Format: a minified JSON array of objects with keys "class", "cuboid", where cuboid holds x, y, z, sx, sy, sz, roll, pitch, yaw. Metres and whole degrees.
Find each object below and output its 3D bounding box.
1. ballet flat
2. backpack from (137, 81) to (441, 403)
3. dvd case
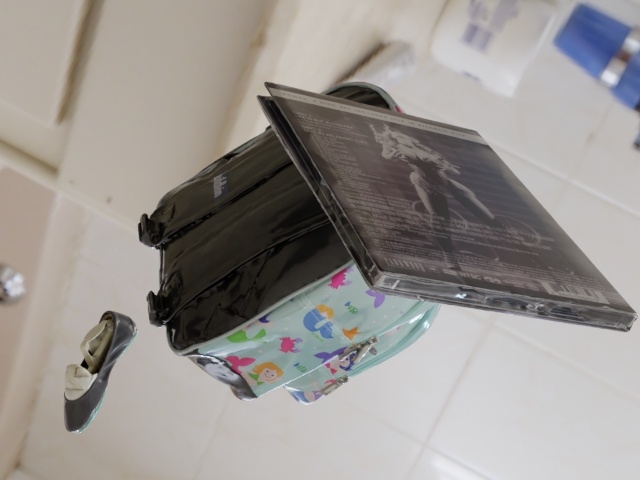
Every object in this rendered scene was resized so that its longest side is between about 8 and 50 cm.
[{"class":"ballet flat","cuboid":[-0.349,0.192,1.820,0.074,0.074,0.203,105,9,-61]},{"class":"backpack","cuboid":[0.000,0.000,1.007,0.253,0.191,0.225,-36,-140,22]},{"class":"dvd case","cuboid":[0.066,-0.024,0.705,0.018,0.164,0.221,-67,-151,25]}]
